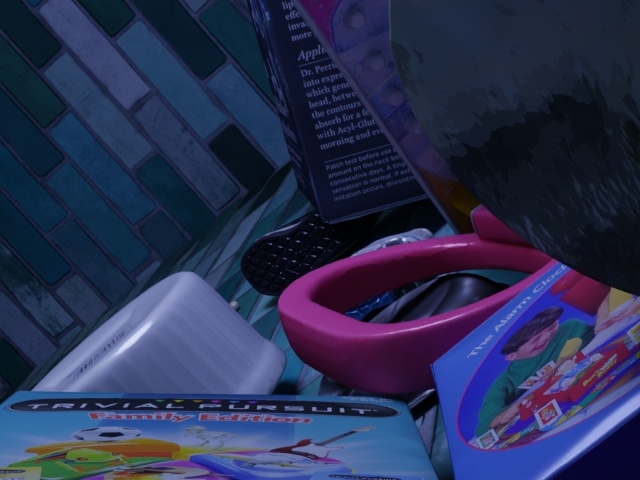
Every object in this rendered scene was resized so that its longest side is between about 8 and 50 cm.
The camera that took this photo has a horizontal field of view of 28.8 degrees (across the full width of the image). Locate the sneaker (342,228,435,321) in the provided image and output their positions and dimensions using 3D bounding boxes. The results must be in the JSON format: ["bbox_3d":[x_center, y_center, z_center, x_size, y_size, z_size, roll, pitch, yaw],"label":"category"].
[{"bbox_3d":[0.043,0.043,1.276,0.191,0.071,0.083,-27,9,28],"label":"sneaker"}]

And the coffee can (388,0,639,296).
[{"bbox_3d":[0.191,-0.136,0.555,0.275,0.201,0.201,-46,10,-25],"label":"coffee can"}]

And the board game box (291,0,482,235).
[{"bbox_3d":[0.191,-0.231,1.025,0.390,0.390,0.050,-43,38,-5],"label":"board game box"}]

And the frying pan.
[{"bbox_3d":[0.025,0.131,0.993,0.326,0.053,0.197,-41,8,-20],"label":"frying pan"}]

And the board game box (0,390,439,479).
[{"bbox_3d":[-0.070,0.144,0.635,0.254,0.079,0.336,1,4,-1],"label":"board game box"}]

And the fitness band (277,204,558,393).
[{"bbox_3d":[0.084,0.034,0.892,0.209,0.054,0.291,-23,12,-17],"label":"fitness band"}]

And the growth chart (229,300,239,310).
[{"bbox_3d":[-0.170,0.157,1.725,0.172,0.021,0.237,-42,9,-3],"label":"growth chart"}]

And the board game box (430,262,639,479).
[{"bbox_3d":[0.217,0.019,0.608,0.347,0.078,0.233,-40,10,10],"label":"board game box"}]

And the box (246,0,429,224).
[{"bbox_3d":[0.037,-0.250,1.435,0.212,0.395,0.293,-16,10,-3],"label":"box"}]

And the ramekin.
[{"bbox_3d":[-0.179,0.155,1.223,0.277,0.135,0.277,-39,10,8],"label":"ramekin"}]

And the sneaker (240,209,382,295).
[{"bbox_3d":[0.000,0.000,1.638,0.235,0.084,0.097,-30,-1,33],"label":"sneaker"}]
